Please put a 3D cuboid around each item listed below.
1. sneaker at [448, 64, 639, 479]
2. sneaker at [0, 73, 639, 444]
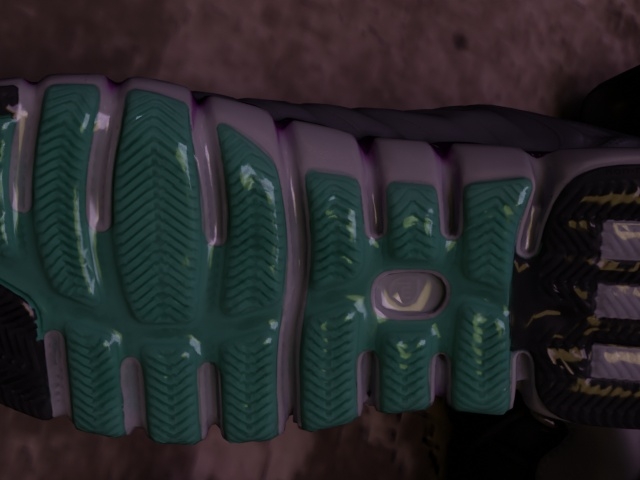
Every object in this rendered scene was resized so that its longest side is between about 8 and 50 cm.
[{"bbox_3d":[0.081,0.075,0.422,0.130,0.109,0.286,32,66,-20],"label":"sneaker"},{"bbox_3d":[0.000,0.000,0.355,0.223,0.098,0.083,7,106,2],"label":"sneaker"}]
